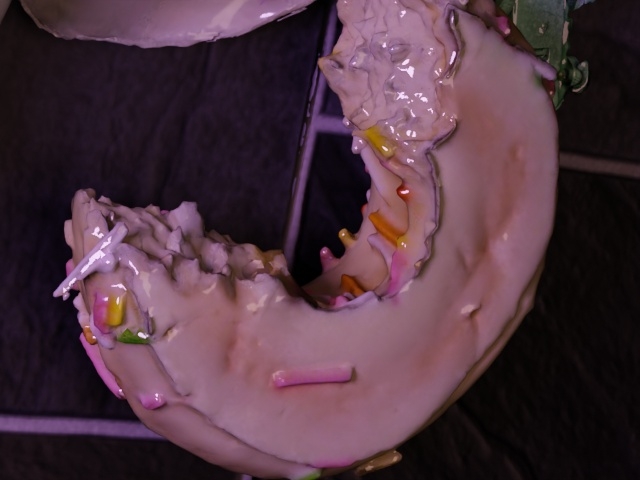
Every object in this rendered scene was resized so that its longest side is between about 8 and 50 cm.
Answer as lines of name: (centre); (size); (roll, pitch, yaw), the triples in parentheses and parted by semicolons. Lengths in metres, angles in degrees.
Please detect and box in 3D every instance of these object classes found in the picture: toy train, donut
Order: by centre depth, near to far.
donut: (0.009, 0.000, 1.367); (0.371, 0.150, 0.307); (-41, 123, -14)
toy train: (0.144, -0.167, 1.470); (0.099, 0.081, 0.149); (-11, 113, -31)

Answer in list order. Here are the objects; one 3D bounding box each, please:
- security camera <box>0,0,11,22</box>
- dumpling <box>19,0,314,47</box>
security camera: (-0.305, -0.107, 1.139); (0.195, 0.194, 0.236); (32, 89, -33)
dumpling: (-0.046, -0.253, 1.281); (0.341, 0.181, 0.260); (-52, 149, -29)
